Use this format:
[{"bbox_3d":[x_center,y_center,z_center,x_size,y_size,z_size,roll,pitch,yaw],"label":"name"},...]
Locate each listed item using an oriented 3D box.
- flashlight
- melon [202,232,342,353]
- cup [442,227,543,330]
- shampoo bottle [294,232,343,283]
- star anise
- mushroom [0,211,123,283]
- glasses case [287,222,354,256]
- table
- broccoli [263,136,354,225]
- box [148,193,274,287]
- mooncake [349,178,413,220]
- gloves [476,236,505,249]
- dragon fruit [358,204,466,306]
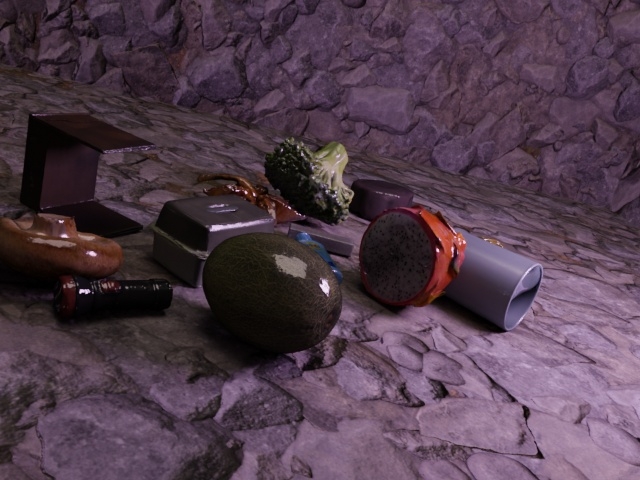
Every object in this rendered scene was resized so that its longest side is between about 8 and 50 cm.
[{"bbox_3d":[-0.415,0.110,1.307,0.232,0.093,0.093,1,24,-36],"label":"flashlight"},{"bbox_3d":[-0.104,0.104,1.340,0.301,0.238,0.237,23,21,24],"label":"melon"},{"bbox_3d":[0.448,0.096,1.834,0.312,0.206,0.205,29,24,34],"label":"cup"},{"bbox_3d":[-0.022,0.049,1.813,0.103,0.061,0.258,9,20,-21],"label":"shampoo bottle"},{"bbox_3d":[-0.223,-0.132,2.068,0.292,0.109,0.349,13,17,-45],"label":"star anise"},{"bbox_3d":[-0.564,0.015,1.362,0.278,0.146,0.278,12,2,0],"label":"mushroom"},{"bbox_3d":[0.000,0.000,1.981,0.204,0.047,0.071,14,15,-4],"label":"glasses case"},{"bbox_3d":[-0.606,-0.175,1.685,0.282,0.251,0.196,24,21,25],"label":"table"},{"bbox_3d":[-0.029,-0.192,2.151,0.272,0.324,0.334,-15,7,-20],"label":"broccoli"},{"bbox_3d":[-0.263,-0.007,1.621,0.220,0.166,0.290,30,25,32],"label":"box"},{"bbox_3d":[0.227,-0.155,2.442,0.244,0.133,0.245,14,20,-5],"label":"mooncake"},{"bbox_3d":[0.534,0.063,2.066,0.154,0.141,0.331,32,21,-22],"label":"gloves"},{"bbox_3d":[0.256,0.038,1.745,0.290,0.291,0.189,32,20,37],"label":"dragon fruit"}]
